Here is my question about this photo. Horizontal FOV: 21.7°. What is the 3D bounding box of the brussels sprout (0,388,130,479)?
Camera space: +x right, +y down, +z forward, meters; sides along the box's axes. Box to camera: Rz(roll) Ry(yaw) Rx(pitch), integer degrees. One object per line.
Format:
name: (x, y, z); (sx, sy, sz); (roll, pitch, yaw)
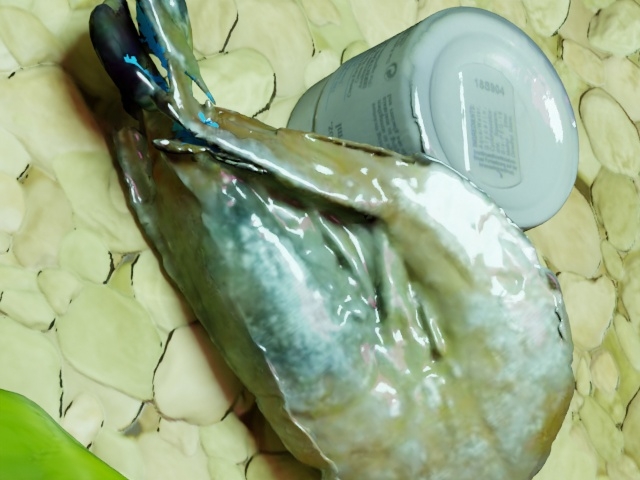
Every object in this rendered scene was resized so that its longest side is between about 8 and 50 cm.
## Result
brussels sprout: (-0.207, 0.225, 0.846); (0.344, 0.268, 0.344); (-6, 98, -47)

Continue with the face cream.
face cream: (0.085, -0.071, 1.258); (0.177, 0.153, 0.177); (14, 65, -34)

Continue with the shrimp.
shrimp: (0.000, 0.000, 1.144); (0.445, 0.221, 0.110); (50, 9, -2)
